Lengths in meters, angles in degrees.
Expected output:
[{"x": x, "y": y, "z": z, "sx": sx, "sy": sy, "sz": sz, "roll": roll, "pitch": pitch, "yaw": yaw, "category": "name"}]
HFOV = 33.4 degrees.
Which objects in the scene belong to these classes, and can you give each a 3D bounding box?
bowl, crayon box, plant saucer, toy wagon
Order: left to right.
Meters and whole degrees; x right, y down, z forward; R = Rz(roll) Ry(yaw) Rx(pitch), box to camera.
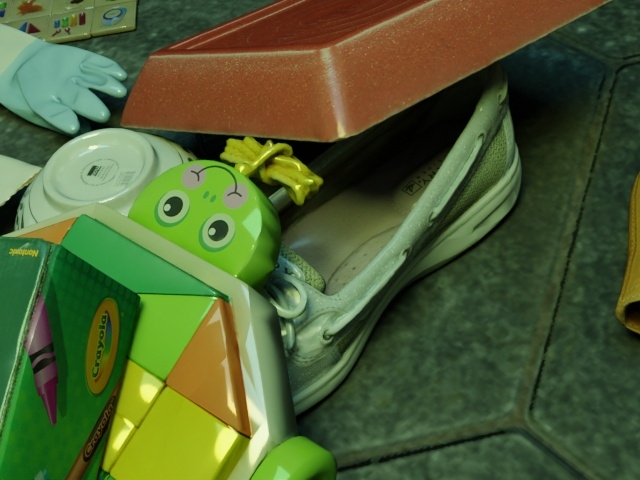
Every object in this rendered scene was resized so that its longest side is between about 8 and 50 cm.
[{"x": -0.238, "y": 0.084, "z": 0.508, "sx": 0.279, "sy": 0.081, "sz": 0.165, "roll": 2, "pitch": 70, "yaw": 23, "category": "crayon box"}, {"x": -0.122, "y": 0.083, "z": 0.547, "sx": 0.267, "sy": 0.068, "sz": 0.344, "roll": 28, "pitch": 82, "yaw": 29, "category": "toy wagon"}, {"x": -0.139, "y": -0.022, "z": 0.717, "sx": 0.170, "sy": 0.080, "sz": 0.170, "roll": -6, "pitch": 47, "yaw": 6, "category": "bowl"}, {"x": 0.021, "y": -0.140, "z": 0.718, "sx": 0.258, "sy": 0.047, "sz": 0.259, "roll": -30, "pitch": 25, "yaw": -31, "category": "plant saucer"}]

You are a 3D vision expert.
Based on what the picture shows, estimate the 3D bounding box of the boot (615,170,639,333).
[{"x": 0.328, "y": -0.005, "z": 0.606, "sx": 0.295, "sy": 0.104, "sz": 0.211, "roll": 5, "pitch": 53, "yaw": 22, "category": "boot"}]

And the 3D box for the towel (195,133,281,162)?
[{"x": -0.071, "y": -0.111, "z": 0.824, "sx": 0.067, "sy": 0.029, "sz": 0.119, "roll": -17, "pitch": 46, "yaw": -6, "category": "towel"}]

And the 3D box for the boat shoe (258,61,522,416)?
[{"x": 0.003, "y": 0.000, "z": 0.650, "sx": 0.320, "sy": 0.103, "sz": 0.118, "roll": -36, "pitch": 50, "yaw": -22, "category": "boat shoe"}]

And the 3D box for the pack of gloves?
[{"x": -0.266, "y": -0.084, "z": 0.841, "sx": 0.232, "sy": 0.046, "sz": 0.195, "roll": 22, "pitch": 60, "yaw": 36, "category": "pack of gloves"}]

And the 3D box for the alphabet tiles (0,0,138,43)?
[{"x": -0.286, "y": -0.236, "z": 1.001, "sx": 0.237, "sy": 0.009, "sz": 0.198, "roll": -9, "pitch": 46, "yaw": 3, "category": "alphabet tiles"}]
